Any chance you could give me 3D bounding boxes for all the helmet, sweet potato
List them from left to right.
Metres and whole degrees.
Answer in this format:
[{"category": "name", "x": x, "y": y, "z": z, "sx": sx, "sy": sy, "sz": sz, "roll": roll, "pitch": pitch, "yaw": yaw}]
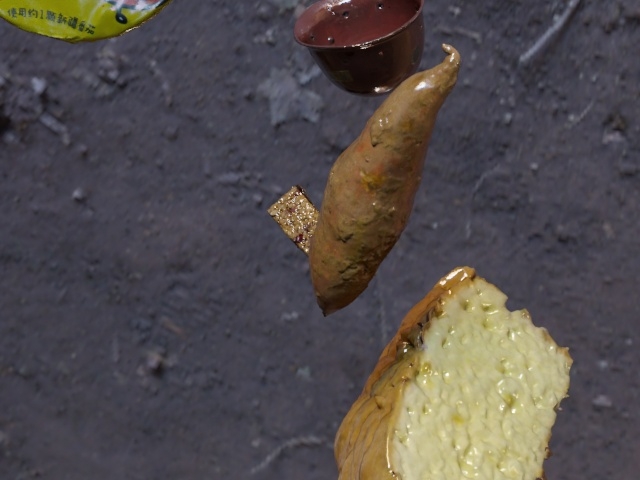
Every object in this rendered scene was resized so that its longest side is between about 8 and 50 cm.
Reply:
[{"category": "helmet", "x": 0.053, "y": -0.230, "z": 1.632, "sx": 0.175, "sy": 0.155, "sz": 0.106, "roll": 15, "pitch": 135, "yaw": 39}, {"category": "sweet potato", "x": 0.036, "y": -0.037, "z": 0.854, "sx": 0.060, "sy": 0.068, "sz": 0.206, "roll": 28, "pitch": 123, "yaw": 1}]

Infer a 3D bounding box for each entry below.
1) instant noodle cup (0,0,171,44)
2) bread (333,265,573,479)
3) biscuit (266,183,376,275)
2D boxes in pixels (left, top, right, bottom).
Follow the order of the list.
[{"category": "instant noodle cup", "x": -0.311, "y": -0.454, "z": 1.734, "sx": 0.325, "sy": 0.254, "sz": 0.326, "roll": -2, "pitch": 123, "yaw": -2}, {"category": "bread", "x": 0.089, "y": 0.148, "z": 0.975, "sx": 0.143, "sy": 0.229, "sz": 0.139, "roll": 33, "pitch": 134, "yaw": -2}, {"category": "biscuit", "x": 0.000, "y": 0.000, "z": 1.838, "sx": 0.064, "sy": 0.199, "sz": 0.034, "roll": -44, "pitch": 142, "yaw": 2}]
